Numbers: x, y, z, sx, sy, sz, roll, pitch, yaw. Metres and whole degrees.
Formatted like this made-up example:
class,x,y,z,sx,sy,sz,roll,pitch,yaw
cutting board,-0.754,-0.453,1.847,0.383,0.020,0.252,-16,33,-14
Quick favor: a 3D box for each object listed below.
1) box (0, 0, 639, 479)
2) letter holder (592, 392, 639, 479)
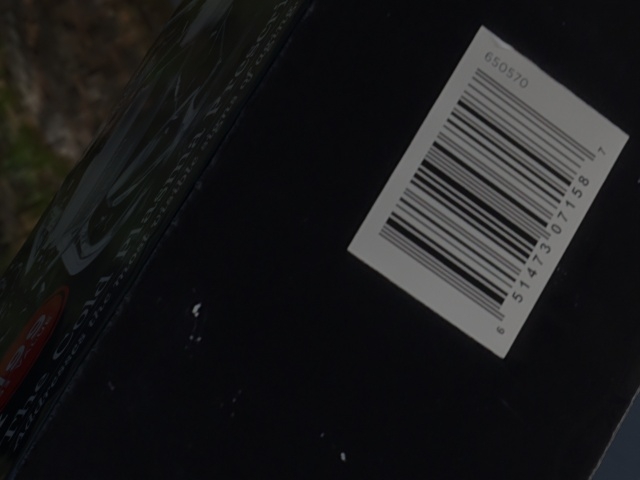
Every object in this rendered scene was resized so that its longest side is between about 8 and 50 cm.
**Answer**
class,x,y,z,sx,sy,sz,roll,pitch,yaw
box,0.000,0.000,0.747,0.179,0.343,0.312,35,164,-13
letter holder,0.225,0.069,0.913,0.301,0.152,0.214,29,-144,-19
